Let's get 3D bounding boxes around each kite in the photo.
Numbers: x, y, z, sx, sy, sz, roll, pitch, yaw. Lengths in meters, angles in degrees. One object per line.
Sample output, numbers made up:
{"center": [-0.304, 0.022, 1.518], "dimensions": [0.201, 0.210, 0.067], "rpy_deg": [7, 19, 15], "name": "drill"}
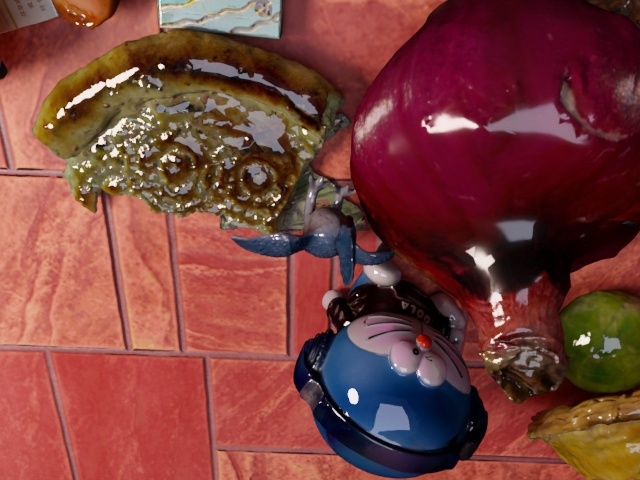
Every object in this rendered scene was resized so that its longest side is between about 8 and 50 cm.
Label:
{"center": [-0.061, -0.098, 0.892], "dimensions": [0.323, 0.013, 0.267], "rpy_deg": [41, 112, -20], "name": "kite"}

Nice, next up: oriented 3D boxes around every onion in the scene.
{"center": [0.204, -0.036, 0.679], "dimensions": [0.398, 0.420, 0.398], "rpy_deg": [13, 160, 5], "name": "onion"}

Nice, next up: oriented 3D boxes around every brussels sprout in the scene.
{"center": [0.460, 0.155, 0.936], "dimensions": [0.180, 0.144, 0.161], "rpy_deg": [-32, 79, -6], "name": "brussels sprout"}

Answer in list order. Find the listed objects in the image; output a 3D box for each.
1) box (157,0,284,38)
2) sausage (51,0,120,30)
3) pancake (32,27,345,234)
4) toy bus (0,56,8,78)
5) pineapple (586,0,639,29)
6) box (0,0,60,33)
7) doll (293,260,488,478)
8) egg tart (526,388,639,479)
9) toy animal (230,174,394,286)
{"center": [-0.122, -0.377, 0.732], "dimensions": [0.162, 0.041, 0.229], "rpy_deg": [5, 117, 0], "name": "box"}
{"center": [-0.263, -0.428, 0.684], "dimensions": [0.097, 0.094, 0.348], "rpy_deg": [18, 119, 7], "name": "sausage"}
{"center": [-0.192, -0.140, 0.825], "dimensions": [0.426, 0.067, 0.305], "rpy_deg": [9, 122, -5], "name": "pancake"}
{"center": [-0.548, -0.235, 0.694], "dimensions": [0.287, 0.232, 0.194], "rpy_deg": [-4, 117, 32], "name": "toy bus"}
{"center": [0.277, -0.346, 0.693], "dimensions": [0.364, 0.165, 0.165], "rpy_deg": [28, 115, -3], "name": "pineapple"}
{"center": [-0.436, -0.320, 0.780], "dimensions": [0.166, 0.024, 0.090], "rpy_deg": [-12, 117, 8], "name": "box"}
{"center": [0.105, 0.195, 0.873], "dimensions": [0.284, 0.310, 0.240], "rpy_deg": [19, 118, -8], "name": "doll"}
{"center": [0.496, 0.300, 0.923], "dimensions": [0.345, 0.132, 0.345], "rpy_deg": [-8, 160, -3], "name": "egg tart"}
{"center": [0.000, 0.000, 0.813], "dimensions": [0.239, 0.176, 0.255], "rpy_deg": [8, 157, -11], "name": "toy animal"}
